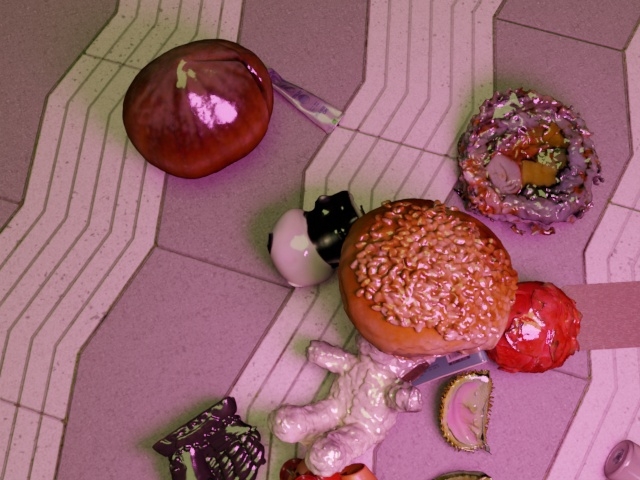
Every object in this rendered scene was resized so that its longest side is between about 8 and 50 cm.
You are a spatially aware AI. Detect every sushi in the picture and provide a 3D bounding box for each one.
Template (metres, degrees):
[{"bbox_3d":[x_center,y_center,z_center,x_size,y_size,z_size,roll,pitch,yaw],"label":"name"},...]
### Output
[{"bbox_3d":[0.563,-0.205,1.623,0.418,0.176,0.417,0,73,0],"label":"sushi"}]

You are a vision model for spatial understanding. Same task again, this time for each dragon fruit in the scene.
[{"bbox_3d":[0.512,0.212,1.476,0.252,0.241,0.240,-28,74,14],"label":"dragon fruit"}]

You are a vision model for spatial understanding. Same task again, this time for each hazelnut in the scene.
[{"bbox_3d":[-0.318,-0.352,1.602,0.410,0.359,0.359,-32,76,0],"label":"hazelnut"}]

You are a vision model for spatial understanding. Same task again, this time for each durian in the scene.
[{"bbox_3d":[0.357,0.413,1.479,0.137,0.095,0.220,0,95,10],"label":"durian"}]

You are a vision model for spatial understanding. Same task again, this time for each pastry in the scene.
[{"bbox_3d":[0.236,0.074,1.313,0.410,0.245,0.409,5,59,-9],"label":"pastry"}]

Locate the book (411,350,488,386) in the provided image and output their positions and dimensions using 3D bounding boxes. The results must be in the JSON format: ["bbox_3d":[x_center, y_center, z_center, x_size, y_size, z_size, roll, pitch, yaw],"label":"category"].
[{"bbox_3d":[0.229,0.168,1.523,0.264,0.031,0.379,-26,72,24],"label":"book"}]

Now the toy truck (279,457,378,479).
[{"bbox_3d":[0.012,0.626,1.375,0.239,0.189,0.264,21,82,-9],"label":"toy truck"}]

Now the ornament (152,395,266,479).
[{"bbox_3d":[-0.243,0.541,1.448,0.251,0.106,0.260,-34,81,-7],"label":"ornament"}]

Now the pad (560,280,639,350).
[{"bbox_3d":[0.771,0.197,1.592,0.266,0.002,0.176,-3,73,-1],"label":"pad"}]

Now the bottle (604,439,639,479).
[{"bbox_3d":[0.803,0.581,1.421,0.233,0.110,0.110,33,76,9],"label":"bottle"}]

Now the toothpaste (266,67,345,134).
[{"bbox_3d":[-0.069,-0.424,1.760,0.301,0.048,0.075,37,66,8],"label":"toothpaste"}]

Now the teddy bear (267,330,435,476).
[{"bbox_3d":[0.100,0.285,1.386,0.327,0.376,0.362,30,112,39],"label":"teddy bear"}]

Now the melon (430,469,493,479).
[{"bbox_3d":[0.298,0.662,1.400,0.265,0.129,0.169,-32,98,-12],"label":"melon"}]

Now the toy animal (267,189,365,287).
[{"bbox_3d":[0.000,-0.003,1.553,0.267,0.212,0.212,-24,73,16],"label":"toy animal"}]
